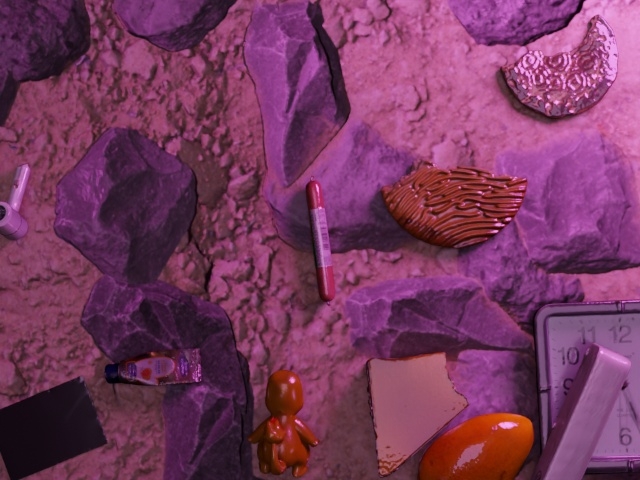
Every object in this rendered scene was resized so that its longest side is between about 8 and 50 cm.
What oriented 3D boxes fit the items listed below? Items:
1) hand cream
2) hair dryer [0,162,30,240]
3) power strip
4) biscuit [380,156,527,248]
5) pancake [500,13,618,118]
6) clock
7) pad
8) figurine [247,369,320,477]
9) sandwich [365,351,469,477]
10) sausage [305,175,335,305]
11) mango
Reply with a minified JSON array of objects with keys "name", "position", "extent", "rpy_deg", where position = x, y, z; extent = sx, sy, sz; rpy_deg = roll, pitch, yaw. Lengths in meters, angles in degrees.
[{"name":"hand cream","position":[-0.286,0.220,1.679],"extent":[0.163,0.039,0.062],"rpy_deg":[-7,70,4]},{"name":"hair dryer","position":[-0.535,-0.076,1.713],"extent":[0.047,0.082,0.137],"rpy_deg":[9,72,8]},{"name":"power strip","position":[0.373,0.346,1.514],"extent":[0.062,0.091,0.385],"rpy_deg":[23,92,5]},{"name":"biscuit","position":[0.228,-0.074,1.635],"extent":[0.228,0.031,0.176],"rpy_deg":[-27,85,5]},{"name":"pancake","position":[0.398,-0.293,1.635],"extent":[0.190,0.020,0.184],"rpy_deg":[9,88,6]},{"name":"clock","position":[0.484,0.234,1.574],"extent":[0.273,0.049,0.279],"rpy_deg":[-3,87,6]},{"name":"pad","position":[-0.477,0.329,1.711],"extent":[0.190,0.004,0.127],"rpy_deg":[-23,84,5]},{"name":"figurine","position":[-0.066,0.300,1.602],"extent":[0.121,0.122,0.176],"rpy_deg":[2,87,10]},{"name":"sandwich","position":[0.162,0.282,1.607],"extent":[0.162,0.058,0.193],"rpy_deg":[-6,83,6]},{"name":"sausage","position":[0.000,0.000,1.659],"extent":[0.029,0.029,0.223],"rpy_deg":[-8,85,7]},{"name":"mango","position":[0.251,0.357,1.570],"extent":[0.217,0.102,0.141],"rpy_deg":[-38,89,6]}]
